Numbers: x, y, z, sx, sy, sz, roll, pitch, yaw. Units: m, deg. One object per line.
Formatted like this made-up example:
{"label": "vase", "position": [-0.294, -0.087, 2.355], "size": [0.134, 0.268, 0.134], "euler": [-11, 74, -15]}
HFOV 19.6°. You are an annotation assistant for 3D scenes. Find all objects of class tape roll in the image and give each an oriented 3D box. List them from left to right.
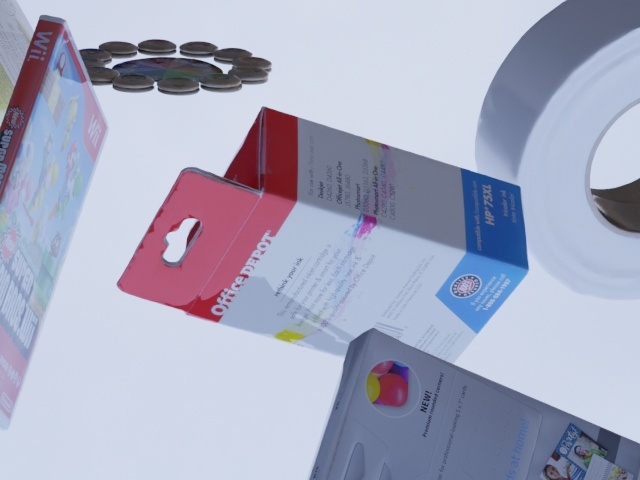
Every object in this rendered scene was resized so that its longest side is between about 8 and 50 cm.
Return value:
{"label": "tape roll", "position": [0.288, -0.090, 1.674], "size": [0.286, 0.286, 0.100], "euler": [-15, -149, -12]}

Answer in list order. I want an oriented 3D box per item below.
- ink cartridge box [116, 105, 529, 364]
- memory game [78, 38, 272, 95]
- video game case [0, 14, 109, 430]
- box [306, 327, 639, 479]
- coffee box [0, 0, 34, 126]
{"label": "ink cartridge box", "position": [0.000, 0.000, 1.180], "size": [0.231, 0.134, 0.078], "euler": [17, -134, -18]}
{"label": "memory game", "position": [-0.133, -0.155, 1.630], "size": [0.186, 0.012, 0.186], "euler": [2, -162, -1]}
{"label": "video game case", "position": [-0.237, -0.009, 1.476], "size": [0.025, 0.285, 0.204], "euler": [12, 160, 9]}
{"label": "box", "position": [0.082, 0.145, 0.905], "size": [0.186, 0.145, 0.038], "euler": [23, 158, -14]}
{"label": "coffee box", "position": [-0.520, -0.191, 1.962], "size": [0.338, 0.338, 0.334], "euler": [-32, 177, 13]}
